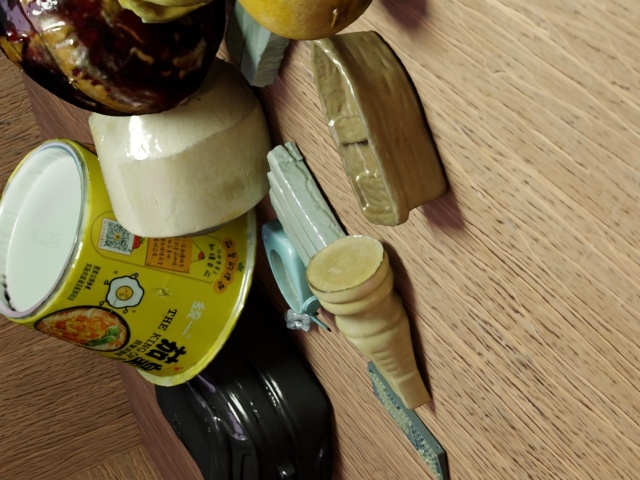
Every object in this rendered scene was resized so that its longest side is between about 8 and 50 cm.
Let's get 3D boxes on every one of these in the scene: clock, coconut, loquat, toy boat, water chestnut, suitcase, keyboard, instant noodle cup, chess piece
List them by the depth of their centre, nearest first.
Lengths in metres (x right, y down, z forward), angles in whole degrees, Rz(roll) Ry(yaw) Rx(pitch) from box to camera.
[{"bbox_3d":[-0.015,-0.247,1.388,0.163,0.137,0.163,54,176,5],"label":"loquat"},{"bbox_3d":[0.050,-0.111,1.509,0.188,0.061,0.116,69,167,-7],"label":"toy boat"},{"bbox_3d":[0.060,0.095,1.764,0.090,0.090,0.200,46,166,54],"label":"chess piece"},{"bbox_3d":[-0.212,-0.280,1.787,0.300,0.300,0.300,59,163,30],"label":"water chestnut"},{"bbox_3d":[0.101,0.210,1.899,0.176,0.014,0.055,52,162,46],"label":"keyboard"},{"bbox_3d":[-0.167,-0.108,1.988,0.241,0.241,0.241,59,163,30],"label":"coconut"},{"bbox_3d":[-0.025,0.047,2.037,0.108,0.045,0.147,43,153,59],"label":"clock"},{"bbox_3d":[-0.277,0.014,2.184,0.326,0.254,0.325,-25,56,45],"label":"instant noodle cup"},{"bbox_3d":[-0.111,0.239,2.404,0.339,0.188,0.345,53,159,27],"label":"suitcase"}]

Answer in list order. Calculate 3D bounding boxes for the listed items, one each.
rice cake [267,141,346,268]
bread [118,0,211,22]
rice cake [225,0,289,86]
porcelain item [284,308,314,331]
[{"bbox_3d":[0.000,0.000,1.891,0.211,0.038,0.124,58,162,30],"label":"rice cake"},{"bbox_3d":[-0.131,-0.337,1.561,0.238,0.196,0.252,67,168,-14],"label":"bread"},{"bbox_3d":[-0.063,-0.235,1.762,0.085,0.040,0.226,65,165,11],"label":"rice cake"},{"bbox_3d":[-0.028,0.102,2.164,0.036,0.028,0.083,52,165,-6],"label":"porcelain item"}]
